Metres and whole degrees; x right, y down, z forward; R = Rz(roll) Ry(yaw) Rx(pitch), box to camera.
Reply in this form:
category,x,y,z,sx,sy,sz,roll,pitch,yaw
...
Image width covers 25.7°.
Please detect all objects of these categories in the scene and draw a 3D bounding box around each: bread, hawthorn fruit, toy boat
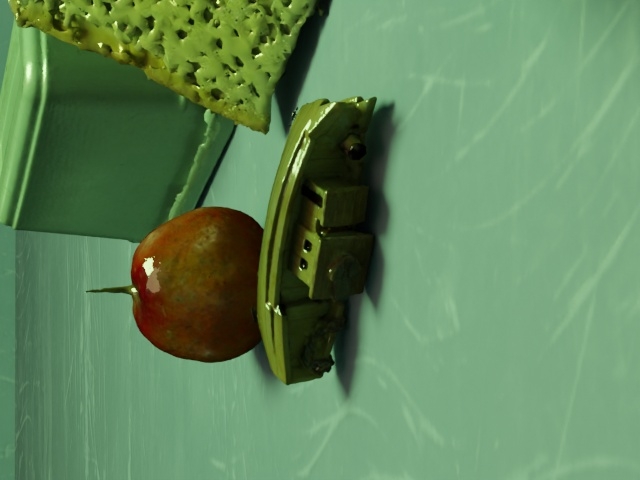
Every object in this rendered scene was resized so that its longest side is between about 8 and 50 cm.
category,x,y,z,sx,sy,sz,roll,pitch,yaw
bread,-0.070,-0.269,1.127,0.315,0.279,0.248,-49,-12,-42
hawthorn fruit,-0.098,0.035,1.116,0.125,0.140,0.125,-1,-90,-76
toy boat,0.000,0.000,0.919,0.072,0.064,0.206,41,129,47

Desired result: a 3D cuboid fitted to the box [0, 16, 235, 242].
category,x,y,z,sx,sy,sz,roll,pitch,yaw
box,-0.206,-0.119,1.330,0.312,0.182,0.175,123,143,-56
